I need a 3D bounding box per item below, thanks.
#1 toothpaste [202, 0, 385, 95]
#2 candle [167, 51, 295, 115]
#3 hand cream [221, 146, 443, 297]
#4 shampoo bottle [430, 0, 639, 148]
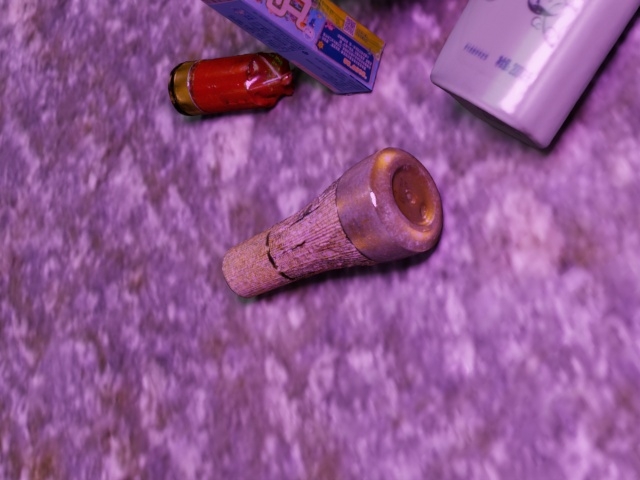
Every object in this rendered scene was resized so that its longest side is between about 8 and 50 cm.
[{"bbox_3d":[-0.024,-0.191,1.240,0.044,0.193,0.070,0,68,44],"label":"toothpaste"},{"bbox_3d":[-0.074,-0.140,1.363,0.130,0.052,0.052,-3,67,40],"label":"candle"},{"bbox_3d":[0.000,0.000,1.212,0.203,0.084,0.084,-26,53,39],"label":"hand cream"},{"bbox_3d":[0.213,-0.247,1.141,0.359,0.078,0.134,-58,40,3],"label":"shampoo bottle"}]
